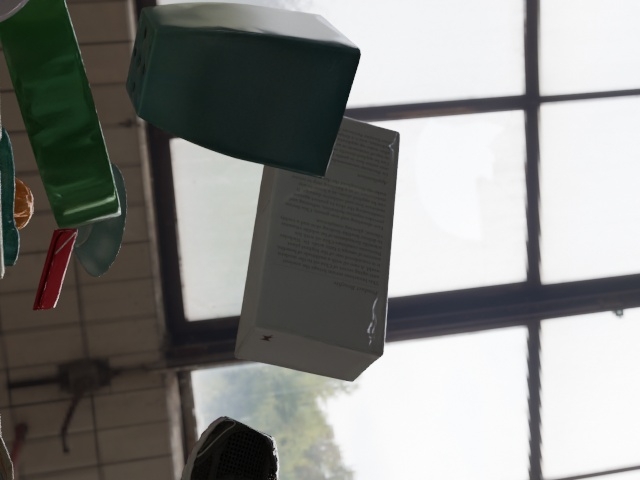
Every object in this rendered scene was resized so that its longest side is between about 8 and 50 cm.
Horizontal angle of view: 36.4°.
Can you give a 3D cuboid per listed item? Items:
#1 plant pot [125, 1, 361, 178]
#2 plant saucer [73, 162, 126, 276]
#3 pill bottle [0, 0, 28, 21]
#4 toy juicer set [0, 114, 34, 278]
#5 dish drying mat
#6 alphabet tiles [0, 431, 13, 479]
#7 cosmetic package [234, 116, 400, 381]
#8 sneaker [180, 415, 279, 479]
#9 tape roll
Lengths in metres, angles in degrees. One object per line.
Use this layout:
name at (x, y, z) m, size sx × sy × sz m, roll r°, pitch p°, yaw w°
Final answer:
plant pot at (-0.104, -0.196, 1.172) m, size 0.165 × 0.234 × 0.165 m, roll -124°, pitch -133°, yaw -56°
plant saucer at (-0.381, -0.037, 1.624) m, size 0.195 × 0.037 × 0.195 m, roll -14°, pitch -108°, yaw 53°
pill bottle at (-0.343, -0.286, 0.837) m, size 0.215 × 0.117 × 0.117 m, roll 42°, pitch -28°, yaw 18°
toy juicer set at (-0.288, -0.070, 0.831) m, size 0.329 × 0.089 × 0.209 m, roll -2°, pitch -95°, yaw 57°
dish drying mat at (-0.257, 0.028, 0.945) m, size 0.032 × 0.008 × 0.083 m, roll -8°, pitch 119°, yaw -66°
alphabet tiles at (-0.553, 0.324, 1.615) m, size 0.285 × 0.011 × 0.342 m, roll 54°, pitch -34°, yaw 35°
cosmetic package at (0.000, 0.000, 1.749) m, size 0.161 × 0.230 × 0.453 m, roll 125°, pitch -24°, yaw -58°
sneaker at (-0.064, 0.213, 0.665) m, size 0.077 × 0.072 × 0.178 m, roll -166°, pitch -92°, yaw -73°
tape roll at (-0.311, -0.174, 1.139) m, size 0.321 × 0.077 × 0.321 m, roll 163°, pitch -90°, yaw -78°
